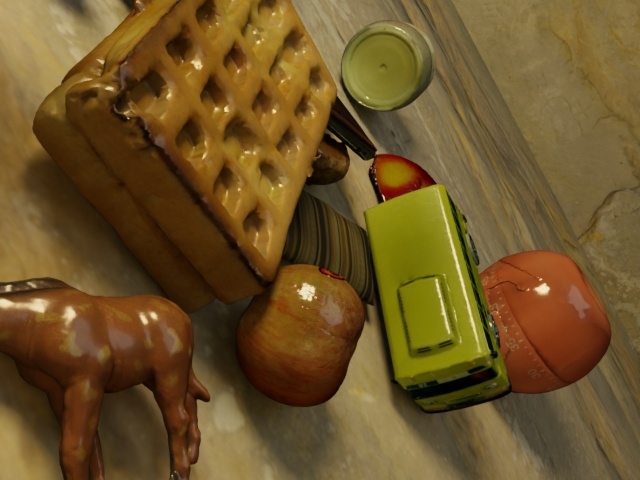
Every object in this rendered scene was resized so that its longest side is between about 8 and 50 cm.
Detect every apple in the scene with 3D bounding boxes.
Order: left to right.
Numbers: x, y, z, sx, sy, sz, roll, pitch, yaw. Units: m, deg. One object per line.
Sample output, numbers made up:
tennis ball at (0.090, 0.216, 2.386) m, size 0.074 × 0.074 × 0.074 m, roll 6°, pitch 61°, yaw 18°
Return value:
apple at (-0.018, 0.084, 0.597) m, size 0.102 × 0.126 × 0.126 m, roll 20°, pitch 29°, yaw 7°

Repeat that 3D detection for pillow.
pillow at (0.000, 0.000, 0.789) m, size 0.203 × 0.038 × 0.113 m, roll 32°, pitch 42°, yaw -46°

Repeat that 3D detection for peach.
peach at (0.176, -0.027, 1.105) m, size 0.279 × 0.068 × 0.189 m, roll 52°, pitch 30°, yaw -23°

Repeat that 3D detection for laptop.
laptop at (-0.011, -0.198, 0.888) m, size 0.154 × 0.026 × 0.207 m, roll 33°, pitch 20°, yaw -39°

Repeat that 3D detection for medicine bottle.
medicine bottle at (0.118, -0.297, 1.146) m, size 0.147 × 0.147 × 0.143 m, roll 60°, pitch 25°, yaw -8°

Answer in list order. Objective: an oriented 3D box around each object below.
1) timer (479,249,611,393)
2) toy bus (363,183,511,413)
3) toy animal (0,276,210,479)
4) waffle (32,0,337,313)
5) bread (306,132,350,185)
timer at (0.345, 0.133, 1.108) m, size 0.229 × 0.215 × 0.229 m, roll 47°, pitch 24°, yaw -29°
toy bus at (0.145, 0.073, 0.867) m, size 0.150 × 0.128 × 0.262 m, roll 45°, pitch 31°, yaw -54°
toy animal at (-0.172, 0.064, 0.396) m, size 0.224 × 0.066 × 0.229 m, roll -18°, pitch 92°, yaw -45°
waffle at (-0.089, -0.122, 0.607) m, size 0.224 × 0.098 × 0.327 m, roll 58°, pitch 31°, yaw -32°
bread at (-0.013, -0.107, 0.835) m, size 0.113 × 0.060 × 0.082 m, roll 40°, pitch 34°, yaw -36°
